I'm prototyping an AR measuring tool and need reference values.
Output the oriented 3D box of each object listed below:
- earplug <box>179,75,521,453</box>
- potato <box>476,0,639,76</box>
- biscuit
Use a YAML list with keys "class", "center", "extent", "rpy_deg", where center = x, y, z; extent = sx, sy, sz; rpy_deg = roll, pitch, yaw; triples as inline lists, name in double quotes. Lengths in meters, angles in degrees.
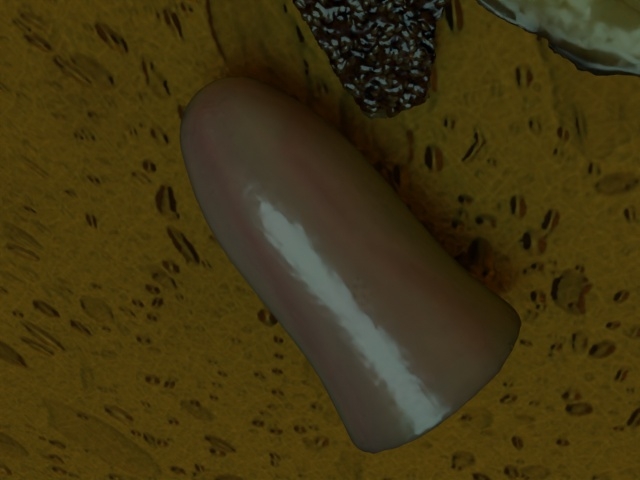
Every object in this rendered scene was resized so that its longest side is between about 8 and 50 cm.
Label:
- class: "earplug"
  center: [0.000, 0.000, 0.825]
  extent: [0.172, 0.172, 0.301]
  rpy_deg: [-32, 104, 36]
- class: "potato"
  center: [0.187, -0.219, 0.541]
  extent: [0.285, 0.242, 0.243]
  rpy_deg: [31, 131, 6]
- class: "biscuit"
  center: [0.034, -0.197, 0.734]
  extent: [0.131, 0.026, 0.237]
  rpy_deg: [-18, 118, 29]
